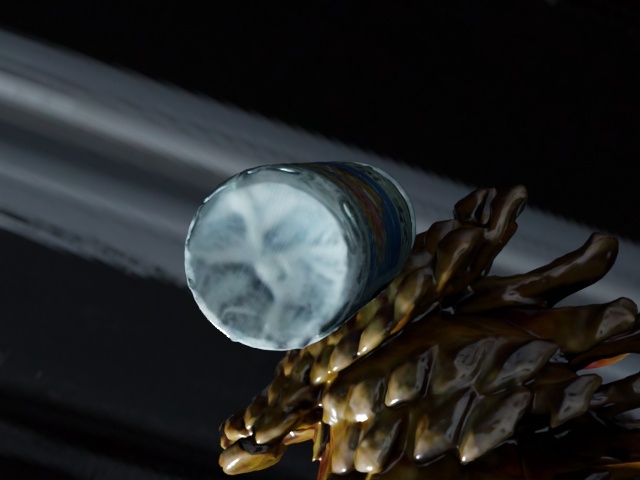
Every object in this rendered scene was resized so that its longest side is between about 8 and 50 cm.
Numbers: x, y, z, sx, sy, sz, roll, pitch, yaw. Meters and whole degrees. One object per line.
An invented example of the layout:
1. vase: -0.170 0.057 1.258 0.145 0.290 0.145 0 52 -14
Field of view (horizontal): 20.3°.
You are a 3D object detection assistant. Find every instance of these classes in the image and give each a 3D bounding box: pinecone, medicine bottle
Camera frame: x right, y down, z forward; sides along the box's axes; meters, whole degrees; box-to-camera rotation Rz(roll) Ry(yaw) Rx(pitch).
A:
1. pinecone: 0.059 0.076 0.683 0.150 0.179 0.195 28 -159 -48
2. medicine bottle: 0.000 0.000 0.556 0.051 0.191 0.051 0 -87 6
